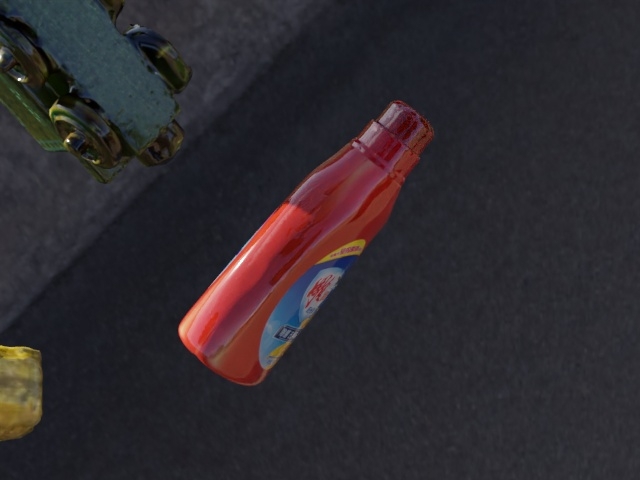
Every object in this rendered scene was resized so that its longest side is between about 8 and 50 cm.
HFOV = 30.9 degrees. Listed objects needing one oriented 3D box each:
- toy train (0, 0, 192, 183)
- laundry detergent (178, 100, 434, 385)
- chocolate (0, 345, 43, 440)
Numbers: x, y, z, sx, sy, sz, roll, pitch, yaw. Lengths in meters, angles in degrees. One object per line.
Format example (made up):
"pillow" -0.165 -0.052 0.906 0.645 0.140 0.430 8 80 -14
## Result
"toy train" -0.175 -0.129 0.680 0.090 0.225 0.137 -50 29 -22
"laundry detergent" 0.000 0.000 0.601 0.049 0.097 0.165 41 95 14
"chocolate" -0.220 0.052 0.472 0.219 0.086 0.086 8 43 -29
